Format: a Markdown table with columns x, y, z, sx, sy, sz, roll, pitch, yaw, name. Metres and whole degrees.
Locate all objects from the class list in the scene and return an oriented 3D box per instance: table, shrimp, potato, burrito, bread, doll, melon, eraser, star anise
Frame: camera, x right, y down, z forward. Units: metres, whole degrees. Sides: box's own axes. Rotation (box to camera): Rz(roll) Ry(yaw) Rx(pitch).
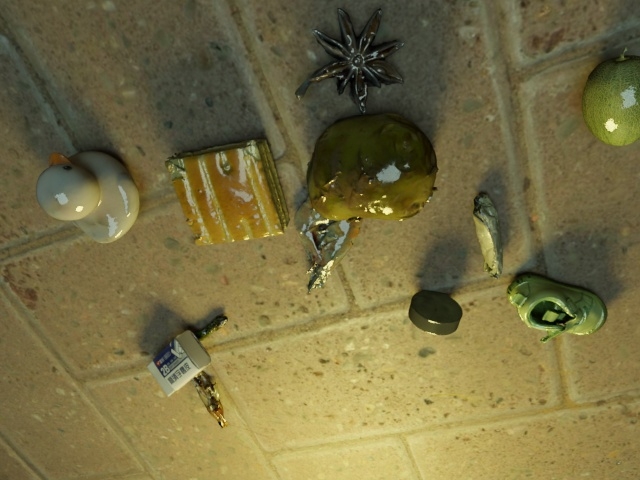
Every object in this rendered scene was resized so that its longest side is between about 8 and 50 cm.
| x | y | z | sx | sy | sz | roll | pitch | yaw | name |
| --- | --- | --- | --- | --- | --- | --- | --- | --- | --- |
| 0.299 | 0.188 | 1.217 | 0.134 | 0.133 | 0.043 | 9 | 120 | 2 | table |
| -0.351 | 0.483 | 1.490 | 0.117 | 0.066 | 0.261 | 7 | 124 | 50 | shrimp |
| 0.103 | -0.149 | 1.008 | 0.300 | 0.196 | 0.246 | -16 | 105 | 10 | potato |
| 0.411 | -0.005 | 1.140 | 0.058 | 0.063 | 0.229 | 6 | 125 | 36 | burrito |
| -0.222 | -0.118 | 1.128 | 0.240 | 0.111 | 0.245 | -8 | 117 | 10 | bread |
| -0.566 | -0.101 | 1.126 | 0.221 | 0.221 | 0.250 | -9 | 117 | 12 | doll |
| 0.000 | 0.000 | 1.197 | 0.165 | 0.062 | 0.316 | 22 | 115 | 0 | shrimp |
| 0.594 | -0.282 | 0.920 | 0.139 | 0.139 | 0.192 | -12 | 121 | 13 | melon |
| -0.433 | 0.377 | 1.420 | 0.210 | 0.068 | 0.124 | -41 | 85 | 33 | eraser |
| 0.059 | -0.368 | 0.970 | 0.232 | 0.089 | 0.208 | -3 | 106 | 2 | star anise |

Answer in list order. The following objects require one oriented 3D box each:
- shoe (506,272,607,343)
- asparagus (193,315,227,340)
| x | y | z | sx | sy | sz | roll | pitch | yaw | name |
| --- | --- | --- | --- | --- | --- | --- | --- | --- | --- |
| 0.601 | 0.185 | 1.197 | 0.263 | 0.128 | 0.140 | 25 | 132 | -4 | shoe |
| -0.334 | 0.266 | 1.399 | 0.165 | 0.030 | 0.036 | -36 | 81 | 24 | asparagus |
